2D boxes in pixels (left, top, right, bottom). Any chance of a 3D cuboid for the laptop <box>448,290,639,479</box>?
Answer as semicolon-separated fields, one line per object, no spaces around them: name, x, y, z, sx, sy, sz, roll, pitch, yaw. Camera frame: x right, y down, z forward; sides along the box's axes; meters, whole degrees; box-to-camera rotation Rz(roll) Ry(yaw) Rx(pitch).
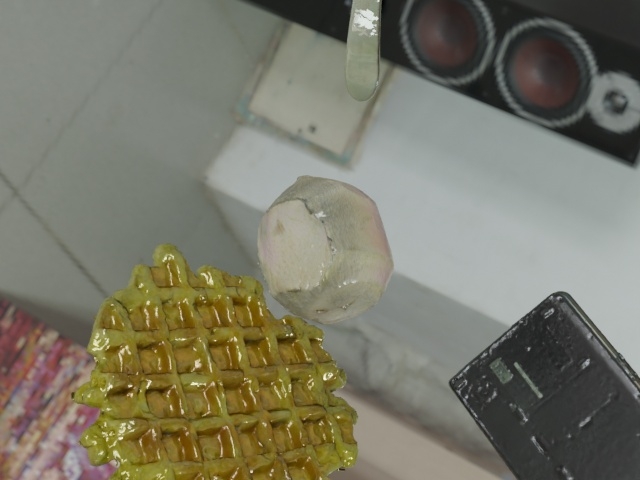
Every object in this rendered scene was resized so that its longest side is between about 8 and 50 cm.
laptop;0.235;0.168;1.263;0.154;0.207;0.026;-42;156;14

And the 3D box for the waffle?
waffle;-0.090;0.155;1.279;0.060;0.312;0.307;-40;-154;40

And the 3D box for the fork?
fork;0.034;-0.188;0.744;0.028;0.034;0.220;-74;168;-84

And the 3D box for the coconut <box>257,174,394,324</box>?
coconut;0.000;0.000;1.084;0.110;0.124;0.110;-17;153;-9
